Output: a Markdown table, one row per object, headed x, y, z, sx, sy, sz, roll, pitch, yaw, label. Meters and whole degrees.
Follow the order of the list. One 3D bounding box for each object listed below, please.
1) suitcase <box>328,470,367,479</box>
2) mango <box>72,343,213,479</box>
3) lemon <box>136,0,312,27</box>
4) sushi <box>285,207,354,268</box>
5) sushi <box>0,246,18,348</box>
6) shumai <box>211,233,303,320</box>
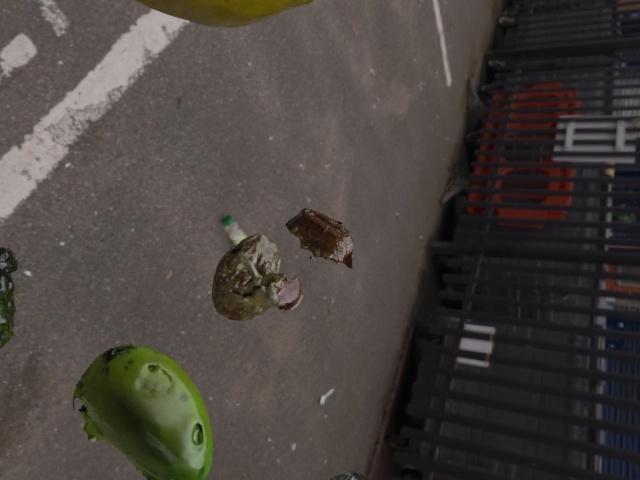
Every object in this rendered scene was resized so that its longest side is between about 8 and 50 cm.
| x | y | z | sx | sy | sz | roll | pitch | yaw | label |
| --- | --- | --- | --- | --- | --- | --- | --- | --- | --- |
| -0.037 | 0.291 | 0.336 | 0.202 | 0.128 | 0.312 | -53 | 162 | 12 | suitcase |
| -0.179 | 0.189 | 0.572 | 0.178 | 0.119 | 0.100 | 57 | 37 | -9 | mango |
| -0.129 | -0.362 | 0.544 | 0.316 | 0.285 | 0.285 | 38 | 48 | -12 | lemon |
| 0.002 | -0.001 | 0.754 | 0.061 | 0.118 | 0.060 | -7 | 128 | -47 | sushi |
| -0.718 | 0.101 | 0.878 | 0.294 | 0.352 | 0.178 | -41 | 137 | -67 | sushi |
| -0.138 | 0.100 | 1.198 | 0.209 | 0.153 | 0.161 | -57 | 143 | -6 | shumai |
